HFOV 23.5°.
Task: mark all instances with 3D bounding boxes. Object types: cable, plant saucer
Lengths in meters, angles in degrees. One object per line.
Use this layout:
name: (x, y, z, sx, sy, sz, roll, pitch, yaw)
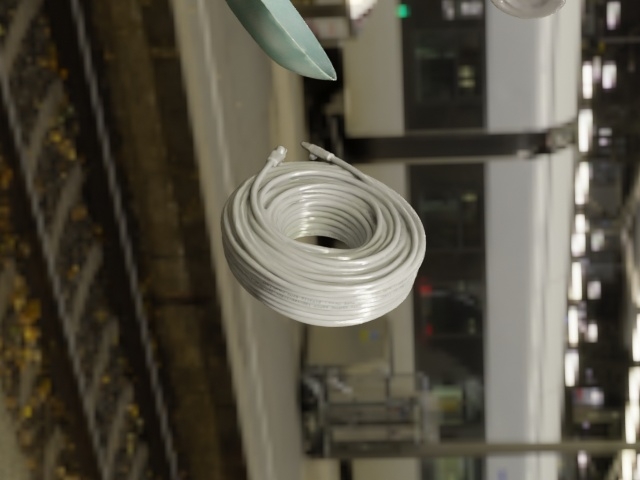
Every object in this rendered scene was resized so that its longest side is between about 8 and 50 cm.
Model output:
cable: (0.000, 0.000, 1.920, 0.257, 0.257, 0.089, -42, 153, -46)
plant saucer: (-0.056, -0.226, 1.519, 0.195, 0.037, 0.195, 50, 11, -14)

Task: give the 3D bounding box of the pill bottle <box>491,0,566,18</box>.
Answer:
pill bottle: (0.285, -0.396, 2.042, 0.112, 0.112, 0.186, 83, 18, -54)
